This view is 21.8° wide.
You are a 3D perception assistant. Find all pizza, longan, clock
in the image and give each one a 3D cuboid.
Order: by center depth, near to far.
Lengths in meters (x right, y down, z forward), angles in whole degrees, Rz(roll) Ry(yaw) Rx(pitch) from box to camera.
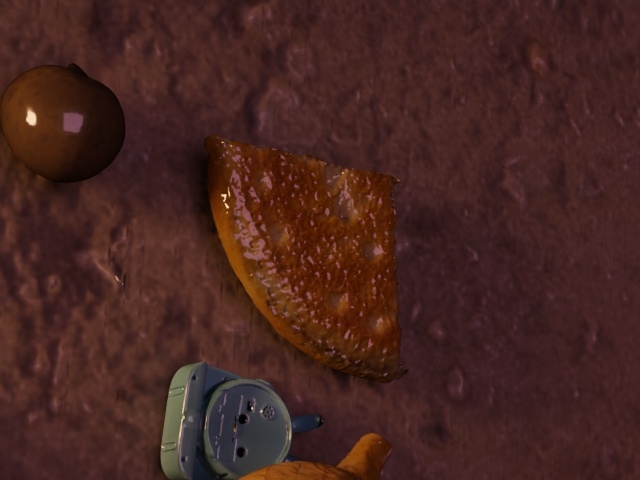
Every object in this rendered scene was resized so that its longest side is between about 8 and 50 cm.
[{"bbox_3d":[-0.220,-0.103,1.422,0.113,0.092,0.113,8,58,-13],"label":"longan"},{"bbox_3d":[-0.067,0.171,1.478,0.147,0.045,0.108,15,73,-28],"label":"clock"},{"bbox_3d":[0.000,0.000,1.551,0.292,0.058,0.197,50,58,-14],"label":"pizza"}]

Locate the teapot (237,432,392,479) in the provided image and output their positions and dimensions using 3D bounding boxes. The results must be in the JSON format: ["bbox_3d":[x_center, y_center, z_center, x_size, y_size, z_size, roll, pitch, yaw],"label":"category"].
[{"bbox_3d":[-0.040,0.289,1.406,0.311,0.167,0.203,-47,113,-9],"label":"teapot"}]
